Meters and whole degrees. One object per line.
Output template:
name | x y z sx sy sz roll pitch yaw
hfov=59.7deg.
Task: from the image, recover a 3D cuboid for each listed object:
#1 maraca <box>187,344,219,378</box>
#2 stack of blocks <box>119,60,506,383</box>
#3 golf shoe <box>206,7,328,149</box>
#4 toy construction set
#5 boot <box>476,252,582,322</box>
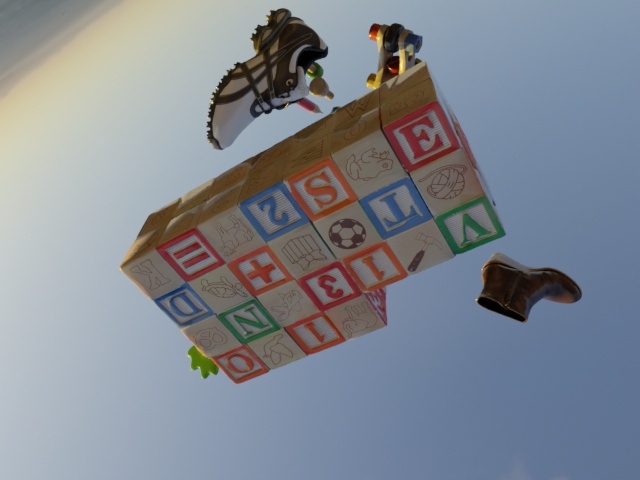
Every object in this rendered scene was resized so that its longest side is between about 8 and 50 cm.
maraca | -0.234 0.206 1.215 0.127 0.099 0.186 23 -88 42
stack of blocks | 0.000 0.000 0.495 0.297 0.171 0.087 -26 -150 20
golf shoe | -0.067 -0.190 0.698 0.198 0.093 0.077 -58 170 1
toy construction set | 0.118 -0.323 1.260 0.308 0.237 0.258 1 -92 23
boot | 0.501 0.137 1.340 0.248 0.090 0.207 23 -142 10
